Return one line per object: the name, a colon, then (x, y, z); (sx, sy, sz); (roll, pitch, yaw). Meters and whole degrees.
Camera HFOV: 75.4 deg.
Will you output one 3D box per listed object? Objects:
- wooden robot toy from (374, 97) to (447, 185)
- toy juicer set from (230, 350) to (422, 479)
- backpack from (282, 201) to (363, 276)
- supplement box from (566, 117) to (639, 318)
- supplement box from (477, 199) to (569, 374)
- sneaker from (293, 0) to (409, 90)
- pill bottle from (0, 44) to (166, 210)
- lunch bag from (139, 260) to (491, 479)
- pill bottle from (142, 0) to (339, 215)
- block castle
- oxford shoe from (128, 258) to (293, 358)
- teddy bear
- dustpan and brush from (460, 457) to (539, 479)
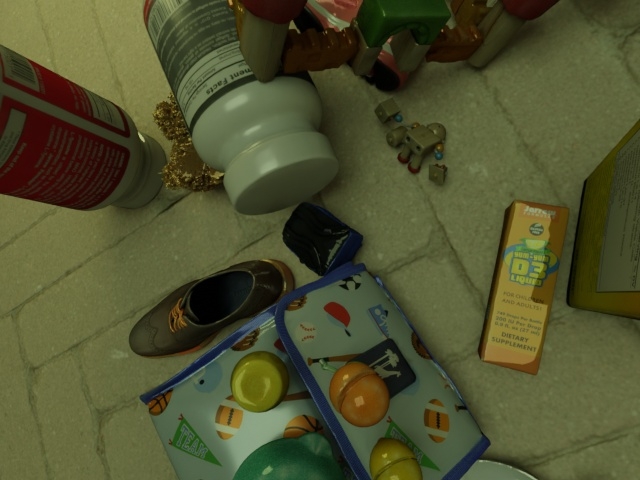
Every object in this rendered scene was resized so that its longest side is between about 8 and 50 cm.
wooden robot toy: (0.169, -0.169, 0.690); (0.079, 0.076, 0.173); (-31, 69, -22)
toy juicer set: (0.003, 0.287, 0.446); (0.209, 0.089, 0.329); (0, 75, -6)
backpack: (0.000, 0.000, 0.701); (0.120, 0.101, 0.098); (36, 94, 27)
supplement box: (0.396, -0.004, 0.409); (0.195, 0.356, 0.194); (9, 87, 22)
supplement box: (0.288, 0.063, 0.594); (0.078, 0.080, 0.233); (11, 85, 20)
sneaker: (0.060, -0.400, 0.740); (0.314, 0.116, 0.136); (42, 89, 14)
pill bottle: (-0.490, -0.181, 0.751); (0.229, 0.408, 0.229); (-3, 81, 21)
lunch bag: (-0.005, 0.257, 0.608); (0.385, 0.239, 0.327); (-33, 72, -2)
pill bottle: (-0.122, -0.236, 0.654); (0.210, 0.210, 0.362); (-28, 78, 16)
block castle: (0.082, -0.404, 0.546); (0.453, 0.213, 0.303); (-12, 74, -21)
oxford shoe: (-0.233, 0.124, 0.759); (0.364, 0.133, 0.130); (-28, 74, 16)
teddy bear: (-0.223, -0.252, 0.826); (0.245, 0.113, 0.338); (-19, 75, 0)
dustpan and brush: (0.295, 0.360, 0.561); (0.211, 0.060, 0.147); (-24, 75, 17)
